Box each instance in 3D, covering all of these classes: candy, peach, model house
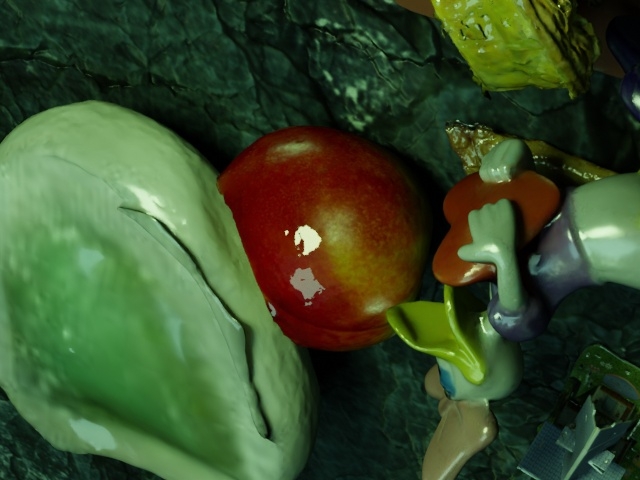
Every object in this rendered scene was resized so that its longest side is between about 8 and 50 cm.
[{"bbox_3d":[-0.169,0.051,1.618,0.386,0.186,0.427,16,136,28],"label":"candy"},{"bbox_3d":[0.000,0.000,1.446,0.192,0.190,0.190,13,135,9],"label":"peach"},{"bbox_3d":[0.245,0.188,1.504,0.117,0.088,0.167,33,139,9],"label":"model house"}]

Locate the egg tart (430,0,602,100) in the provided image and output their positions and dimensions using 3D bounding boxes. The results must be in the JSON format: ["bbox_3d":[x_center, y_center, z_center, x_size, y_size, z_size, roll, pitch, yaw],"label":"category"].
[{"bbox_3d":[0.115,-0.179,1.180,0.090,0.212,0.212,-31,109,6],"label":"egg tart"}]

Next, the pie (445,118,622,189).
[{"bbox_3d":[0.189,-0.043,1.379,0.191,0.033,0.088,20,131,19],"label":"pie"}]

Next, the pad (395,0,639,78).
[{"bbox_3d":[0.164,-0.216,1.264,0.267,0.004,0.181,20,137,21],"label":"pad"}]

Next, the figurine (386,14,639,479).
[{"bbox_3d":[0.181,0.021,1.304,0.193,0.154,0.421,34,126,-19],"label":"figurine"}]
